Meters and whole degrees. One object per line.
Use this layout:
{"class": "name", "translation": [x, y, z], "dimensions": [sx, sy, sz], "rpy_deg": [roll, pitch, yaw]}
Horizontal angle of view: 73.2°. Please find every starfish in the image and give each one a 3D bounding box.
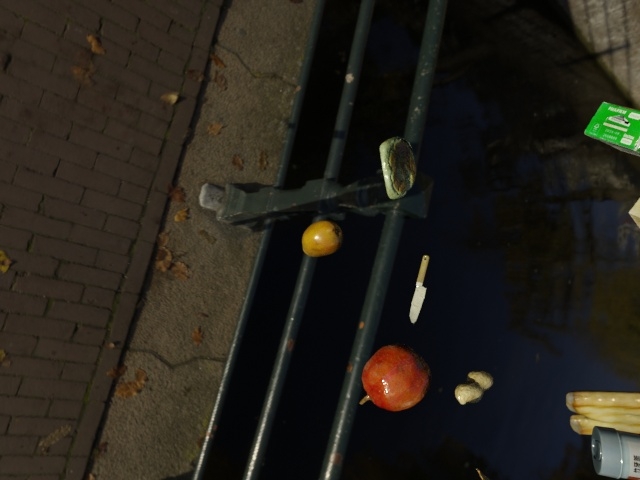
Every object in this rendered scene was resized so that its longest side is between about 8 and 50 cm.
{"class": "starfish", "translation": [0.332, 0.483, 0.832], "dimensions": [0.092, 0.086, 0.016], "rpy_deg": [15, 116, -3]}

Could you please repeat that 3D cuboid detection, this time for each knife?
{"class": "knife", "translation": [0.404, 0.195, 1.736], "dimensions": [0.017, 0.047, 0.298], "rpy_deg": [62, 44, -61]}

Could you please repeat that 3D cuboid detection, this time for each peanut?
{"class": "peanut", "translation": [0.518, 0.496, 1.456], "dimensions": [0.187, 0.082, 0.082], "rpy_deg": [-24, 105, -38]}

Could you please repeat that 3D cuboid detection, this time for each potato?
{"class": "potato", "translation": [0.931, -0.072, 1.213], "dimensions": [0.122, 0.061, 0.086], "rpy_deg": [28, 99, -32]}

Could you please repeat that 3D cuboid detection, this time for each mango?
{"class": "mango", "translation": [0.005, -0.001, 1.173], "dimensions": [0.111, 0.163, 0.090], "rpy_deg": [-5, 76, -2]}

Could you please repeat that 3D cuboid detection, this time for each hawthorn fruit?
{"class": "hawthorn fruit", "translation": [0.231, 0.460, 1.409], "dimensions": [0.253, 0.205, 0.205], "rpy_deg": [-42, 115, -4]}

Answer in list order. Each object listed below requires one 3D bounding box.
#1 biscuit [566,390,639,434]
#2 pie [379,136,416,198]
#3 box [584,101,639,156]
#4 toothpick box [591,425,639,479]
{"class": "biscuit", "translation": [1.028, 0.603, 1.503], "dimensions": [0.237, 0.290, 0.062], "rpy_deg": [61, 34, -30]}
{"class": "pie", "translation": [0.290, -0.278, 1.629], "dimensions": [0.240, 0.054, 0.241], "rpy_deg": [-3, 93, -48]}
{"class": "box", "translation": [0.912, -0.303, 1.237], "dimensions": [0.250, 0.180, 0.103], "rpy_deg": [9, 114, -31]}
{"class": "toothpick box", "translation": [0.678, 0.463, 0.920], "dimensions": [0.101, 0.153, 0.101], "rpy_deg": [2, 90, -68]}
